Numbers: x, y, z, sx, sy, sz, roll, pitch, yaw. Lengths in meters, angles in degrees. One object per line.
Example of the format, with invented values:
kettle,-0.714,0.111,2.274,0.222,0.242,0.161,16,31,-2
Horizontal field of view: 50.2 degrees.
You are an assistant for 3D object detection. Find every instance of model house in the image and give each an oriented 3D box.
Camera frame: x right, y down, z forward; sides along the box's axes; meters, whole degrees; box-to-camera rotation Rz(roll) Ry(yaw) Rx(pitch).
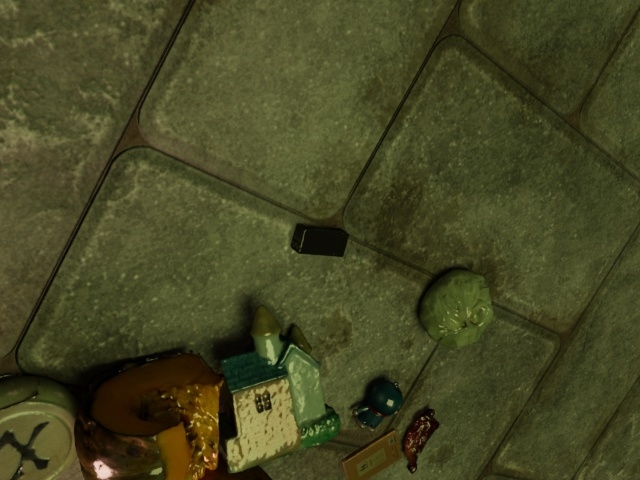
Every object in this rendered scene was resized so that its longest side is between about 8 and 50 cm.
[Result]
model house,-0.120,0.283,1.475,0.267,0.194,0.324,-12,104,-23

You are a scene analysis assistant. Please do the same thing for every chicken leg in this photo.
chicken leg,0.274,0.560,1.899,0.090,0.048,0.219,11,106,-31

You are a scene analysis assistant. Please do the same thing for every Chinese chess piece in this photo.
Chinese chess piece,-0.562,0.364,1.278,0.238,0.092,0.237,-12,118,-25

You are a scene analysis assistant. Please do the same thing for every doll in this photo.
doll,0.153,0.417,1.741,0.114,0.085,0.151,24,109,-25

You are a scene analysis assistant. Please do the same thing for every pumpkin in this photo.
pumpkin,-0.325,0.363,1.304,0.303,0.257,0.225,-23,118,-58

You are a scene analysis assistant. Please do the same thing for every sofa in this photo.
sofa,0.000,0.000,1.472,0.118,0.039,0.060,5,111,-33

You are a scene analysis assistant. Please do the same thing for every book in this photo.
book,0.143,0.597,1.861,0.172,0.012,0.118,-26,124,-18

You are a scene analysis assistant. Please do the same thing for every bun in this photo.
bun,0.358,0.180,1.719,0.204,0.126,0.212,-48,128,0

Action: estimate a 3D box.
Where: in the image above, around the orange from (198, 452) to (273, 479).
orange,-0.222,0.623,1.450,0.322,0.357,0.321,0,102,1
